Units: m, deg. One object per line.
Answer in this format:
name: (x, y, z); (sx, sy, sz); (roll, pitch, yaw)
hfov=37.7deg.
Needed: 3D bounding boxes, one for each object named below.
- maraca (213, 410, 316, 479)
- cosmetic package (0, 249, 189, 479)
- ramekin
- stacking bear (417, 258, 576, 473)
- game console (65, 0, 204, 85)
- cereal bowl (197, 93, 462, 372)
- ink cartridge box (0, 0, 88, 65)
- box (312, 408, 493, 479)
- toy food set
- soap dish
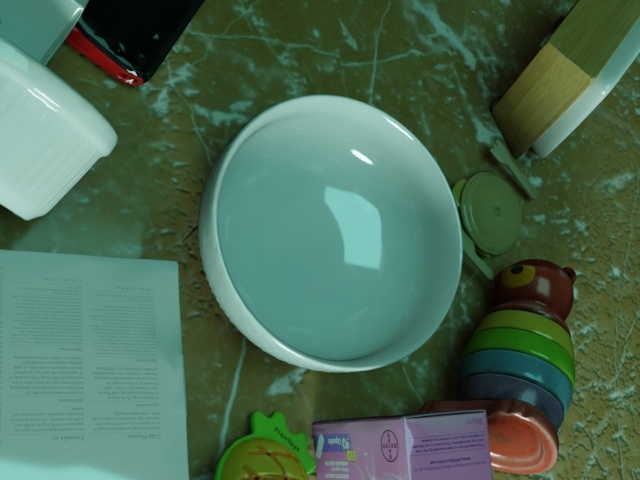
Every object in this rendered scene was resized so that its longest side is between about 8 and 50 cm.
maraca: (-0.062, 0.279, 1.091); (0.127, 0.099, 0.185); (46, 36, -14)
cosmetic package: (-0.328, 0.156, 0.952); (0.377, 0.097, 0.284); (5, 65, -27)
ramekin: (-0.350, -0.128, 0.937); (0.273, 0.273, 0.127); (34, 81, -18)
stacking bear: (0.269, 0.149, 1.265); (0.164, 0.175, 0.289); (47, 50, -34)
game console: (-0.268, -0.431, 1.170); (0.342, 0.060, 0.386); (38, 64, -22)
cereal bowl: (0.000, 0.000, 1.158); (0.339, 0.141, 0.338); (7, 75, -27)
ink cartridge box: (-0.311, -0.296, 0.968); (0.160, 0.092, 0.219); (34, 29, -24)
box: (0.096, 0.325, 1.094); (0.117, 0.214, 0.242); (0, 79, -28)
toy food set: (0.240, -0.042, 1.362); (0.132, 0.039, 0.192); (48, 56, -19)
soap dish: (0.388, -0.279, 1.392); (0.118, 0.229, 0.291); (38, 62, 3)
